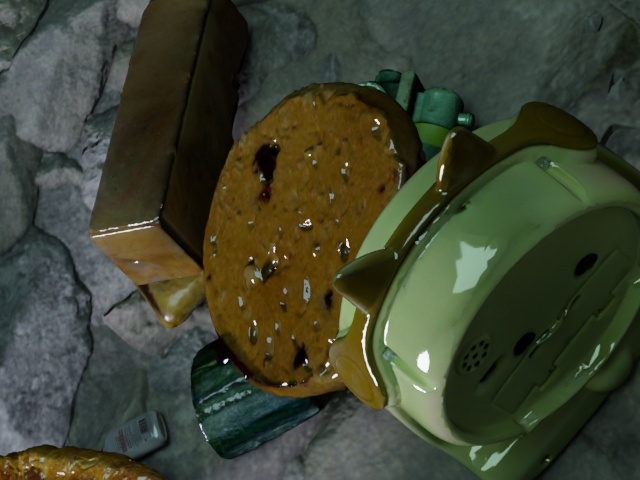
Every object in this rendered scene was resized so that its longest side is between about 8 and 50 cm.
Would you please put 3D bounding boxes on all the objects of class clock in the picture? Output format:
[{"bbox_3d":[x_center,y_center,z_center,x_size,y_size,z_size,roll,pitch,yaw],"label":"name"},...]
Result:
[{"bbox_3d":[0.146,0.040,1.339,0.117,0.348,0.286,41,95,35],"label":"clock"}]

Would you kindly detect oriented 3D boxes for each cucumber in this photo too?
[{"bbox_3d":[-0.067,0.128,1.606,0.115,0.062,0.116,-28,61,14],"label":"cucumber"}]

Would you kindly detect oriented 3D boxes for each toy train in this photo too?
[{"bbox_3d":[0.074,-0.063,1.590,0.132,0.083,0.200,7,75,21],"label":"toy train"}]

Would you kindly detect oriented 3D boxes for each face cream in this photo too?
[{"bbox_3d":[-0.189,0.198,1.672,0.083,0.021,0.040,-28,61,18],"label":"face cream"}]

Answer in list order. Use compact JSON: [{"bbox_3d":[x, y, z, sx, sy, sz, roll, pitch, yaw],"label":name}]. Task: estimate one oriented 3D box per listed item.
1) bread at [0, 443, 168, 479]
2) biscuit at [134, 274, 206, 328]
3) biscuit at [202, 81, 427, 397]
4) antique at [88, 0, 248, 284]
[{"bbox_3d":[-0.231,0.252,1.642,0.233,0.076,0.105,-1,72,30],"label":"bread"},{"bbox_3d":[-0.132,-0.023,1.714,0.183,0.039,0.174,-42,54,9],"label":"biscuit"},{"bbox_3d":[0.001,0.000,1.496,0.296,0.075,0.295,-12,75,48],"label":"biscuit"},{"bbox_3d":[-0.142,-0.112,1.683,0.087,0.093,0.310,-11,52,27],"label":"antique"}]
